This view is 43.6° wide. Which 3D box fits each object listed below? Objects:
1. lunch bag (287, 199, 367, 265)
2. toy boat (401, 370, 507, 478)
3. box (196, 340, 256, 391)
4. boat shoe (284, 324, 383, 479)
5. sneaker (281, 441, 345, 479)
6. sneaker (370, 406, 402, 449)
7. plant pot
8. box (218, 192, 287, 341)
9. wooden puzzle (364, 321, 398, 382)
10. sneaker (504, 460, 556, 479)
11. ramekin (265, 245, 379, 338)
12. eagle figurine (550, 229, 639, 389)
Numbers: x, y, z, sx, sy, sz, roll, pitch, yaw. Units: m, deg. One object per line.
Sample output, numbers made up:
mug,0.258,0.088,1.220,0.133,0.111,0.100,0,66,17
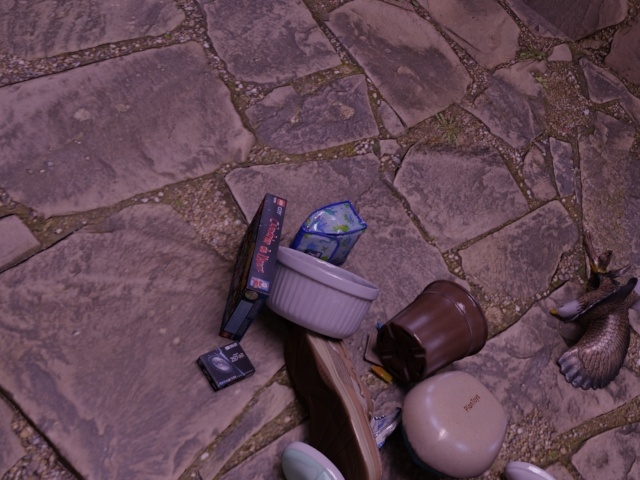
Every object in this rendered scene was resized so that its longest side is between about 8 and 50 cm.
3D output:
lunch bag,0.000,0.000,1.600,0.151,0.128,0.096,-14,58,-37
toy boat,0.266,0.388,1.417,0.318,0.148,0.268,48,30,19
box,-0.165,0.219,1.401,0.083,0.018,0.067,-18,64,-38
boat shoe,0.043,0.280,1.374,0.110,0.121,0.341,8,41,-32
sneaker,-0.020,0.441,1.235,0.151,0.094,0.255,-13,63,-44
sneaker,0.102,0.334,1.432,0.058,0.052,0.135,38,43,14
plant pot,0.207,0.182,1.537,0.165,0.167,0.167,-26,69,-39
box,-0.123,0.047,1.470,0.044,0.159,0.233,20,46,-12
wooden puzzle,0.121,0.220,1.565,0.079,0.014,0.116,33,45,-6
sneaker,0.410,0.497,1.453,0.212,0.080,0.094,43,56,8
ramekin,-0.005,0.099,1.471,0.207,0.109,0.207,22,3,-1
eagle figurine,0.621,0.160,1.779,0.226,0.225,0.298,38,33,-10
